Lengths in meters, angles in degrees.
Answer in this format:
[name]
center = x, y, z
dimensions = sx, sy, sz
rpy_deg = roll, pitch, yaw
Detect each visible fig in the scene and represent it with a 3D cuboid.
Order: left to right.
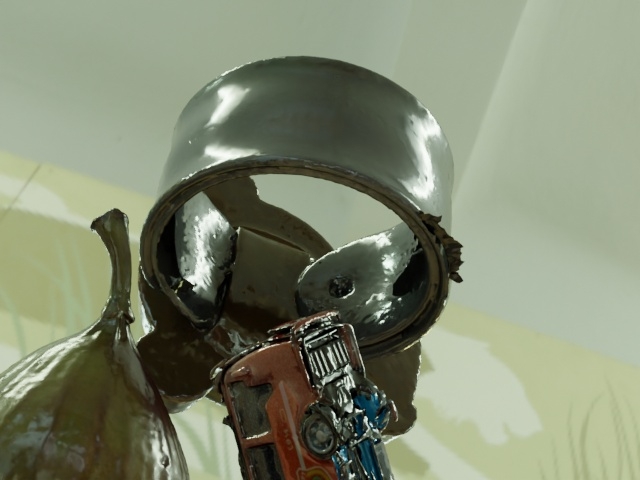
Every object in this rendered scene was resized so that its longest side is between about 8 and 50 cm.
[fig]
center = -0.190, 0.130, 0.972
dimensions = 0.216, 0.321, 0.217
rpy_deg = 13, -9, 2

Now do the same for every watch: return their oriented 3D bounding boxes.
[watch]
center = 0.000, 0.000, 1.171
dimensions = 0.335, 0.314, 0.327
rpy_deg = 22, -44, -12

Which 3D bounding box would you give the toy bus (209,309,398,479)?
[toy bus]
center = 0.006, 0.164, 0.741
dimensions = 0.096, 0.073, 0.235
rpy_deg = -19, -94, 31
